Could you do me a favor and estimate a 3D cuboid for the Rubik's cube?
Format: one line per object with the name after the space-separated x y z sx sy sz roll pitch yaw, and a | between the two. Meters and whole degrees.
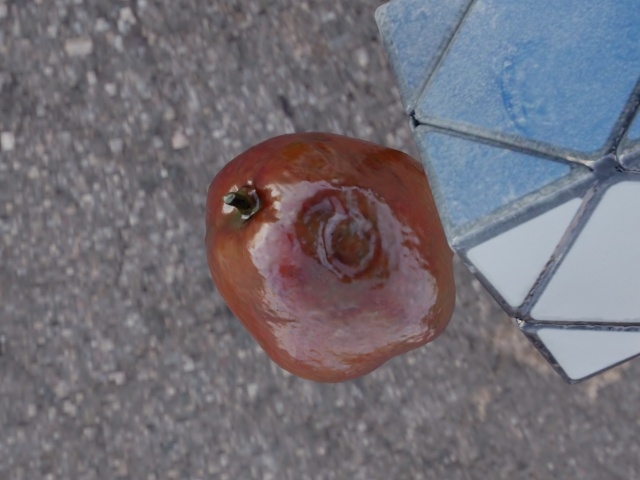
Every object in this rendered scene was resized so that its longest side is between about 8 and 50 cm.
0.183 -0.068 1.013 0.205 0.205 0.207 -27 139 16 | Rubik's cube

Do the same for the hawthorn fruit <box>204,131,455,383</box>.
0.000 0.000 1.408 0.224 0.224 0.261 -40 133 14 | hawthorn fruit
